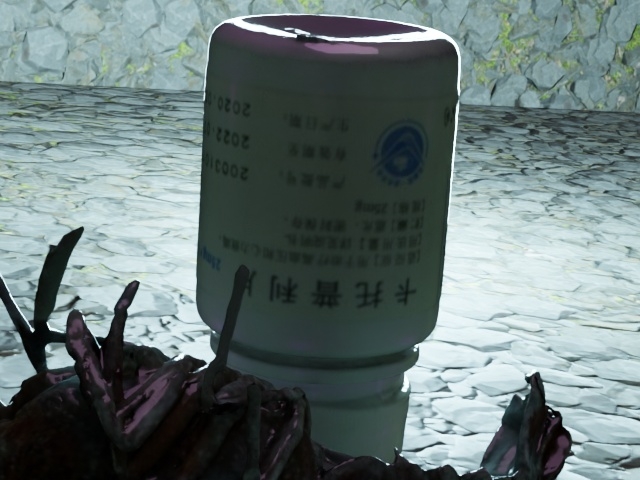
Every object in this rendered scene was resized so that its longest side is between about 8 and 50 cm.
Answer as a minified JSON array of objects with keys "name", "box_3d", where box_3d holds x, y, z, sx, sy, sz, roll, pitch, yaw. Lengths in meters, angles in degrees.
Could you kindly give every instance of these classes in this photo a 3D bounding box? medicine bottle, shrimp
[{"name":"medicine bottle","box_3d":[0.000,0.000,1.080,0.170,0.293,0.170,5,15,-1]},{"name":"shrimp","box_3d":[-0.051,0.111,0.923,0.410,0.166,0.221,17,-22,-13]}]
